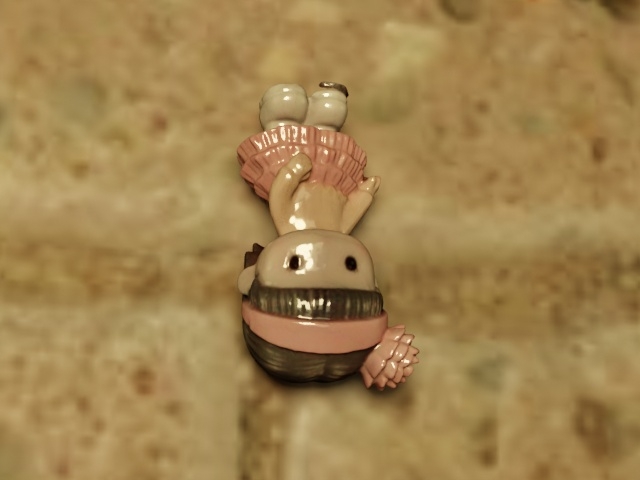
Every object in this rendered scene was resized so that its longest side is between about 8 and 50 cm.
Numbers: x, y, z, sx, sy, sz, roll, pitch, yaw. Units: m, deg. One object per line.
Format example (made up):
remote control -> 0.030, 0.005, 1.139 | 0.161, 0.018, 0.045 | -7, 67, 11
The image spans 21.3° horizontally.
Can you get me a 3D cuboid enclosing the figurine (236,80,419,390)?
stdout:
figurine -> 0.000, 0.000, 0.703 | 0.072, 0.054, 0.129 | 6, 65, -23
